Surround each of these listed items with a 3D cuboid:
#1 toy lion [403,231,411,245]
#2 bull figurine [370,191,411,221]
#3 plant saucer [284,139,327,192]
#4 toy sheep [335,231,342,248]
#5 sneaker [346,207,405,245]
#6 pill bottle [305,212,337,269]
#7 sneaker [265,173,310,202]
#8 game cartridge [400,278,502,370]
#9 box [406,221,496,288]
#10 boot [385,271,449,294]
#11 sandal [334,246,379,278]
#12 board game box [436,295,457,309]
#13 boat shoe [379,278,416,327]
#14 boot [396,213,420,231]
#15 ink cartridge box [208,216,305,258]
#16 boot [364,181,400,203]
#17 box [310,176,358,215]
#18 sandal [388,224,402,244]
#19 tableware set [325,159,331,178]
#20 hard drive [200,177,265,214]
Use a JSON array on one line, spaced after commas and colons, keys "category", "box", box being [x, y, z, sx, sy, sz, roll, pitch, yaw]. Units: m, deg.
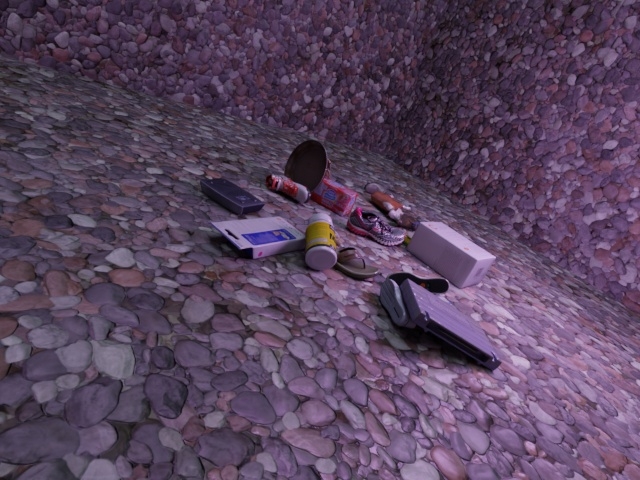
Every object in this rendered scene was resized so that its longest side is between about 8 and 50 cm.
[{"category": "toy lion", "box": [0.462, -0.002, 2.193, 0.096, 0.034, 0.100, 42, 28, 24]}, {"category": "bull figurine", "box": [0.439, -0.216, 2.556, 0.188, 0.101, 0.310, 10, 28, -37]}, {"category": "plant saucer", "box": [-0.070, -0.379, 2.176, 0.050, 0.311, 0.310, 14, 22, -47]}, {"category": "toy sheep", "box": [0.036, -0.010, 1.739, 0.132, 0.091, 0.091, 23, 18, 40]}, {"category": "sneaker", "box": [0.283, -0.065, 2.021, 0.299, 0.112, 0.121, 17, 37, -9]}, {"category": "pill bottle", "box": [0.000, 0.000, 1.560, 0.119, 0.119, 0.209, 16, 42, -17]}, {"category": "sneaker", "box": [-0.177, -0.267, 2.104, 0.144, 0.090, 0.270, 0, 28, -41]}, {"category": "game cartridge", "box": [0.439, 0.284, 1.414, 0.355, 0.068, 0.230, 32, 16, -13]}, {"category": "box", "box": [0.641, 0.062, 2.032, 0.214, 0.168, 0.345, -2, 34, -45]}, {"category": "boot", "box": [0.385, 0.181, 1.664, 0.244, 0.089, 0.176, 6, -8, 8]}, {"category": "sandal", "box": [0.095, 0.062, 1.624, 0.302, 0.086, 0.120, 27, 23, 11]}, {"category": "board game box", "box": [0.459, 0.258, 1.608, 0.154, 0.026, 0.103, 7, 27, -33]}, {"category": "boat shoe", "box": [0.273, 0.230, 1.454, 0.075, 0.083, 0.226, 31, 26, -24]}, {"category": "boot", "box": [0.521, -0.103, 2.402, 0.106, 0.082, 0.219, 29, 21, 21]}, {"category": "ink cartridge box", "box": [-0.224, -0.015, 1.525, 0.175, 0.069, 0.370, 36, 23, 27]}, {"category": "boot", "box": [0.422, -0.310, 2.781, 0.246, 0.084, 0.161, 17, 29, -10]}, {"category": "box", "box": [0.059, -0.250, 2.234, 0.256, 0.128, 0.122, 30, 24, 18]}, {"category": "sandal", "box": [0.381, -0.043, 2.162, 0.089, 0.060, 0.219, 18, 23, -10]}, {"category": "tableware set", "box": [0.013, -0.414, 2.218, 0.020, 0.169, 0.141, -30, 64, -22]}, {"category": "hard drive", "box": [-0.386, -0.192, 1.782, 0.254, 0.054, 0.172, 32, 24, 20]}]
